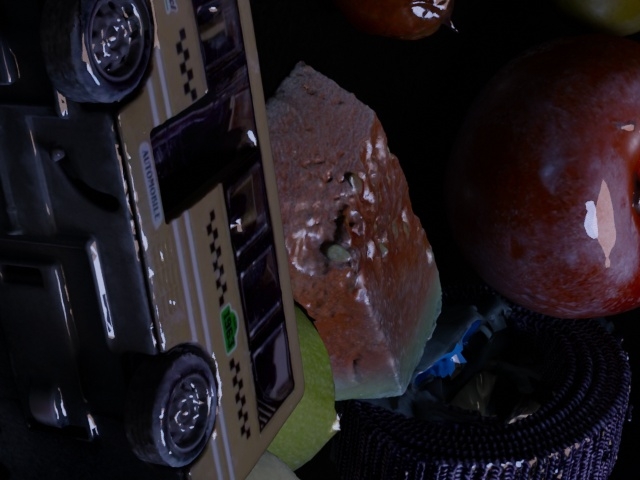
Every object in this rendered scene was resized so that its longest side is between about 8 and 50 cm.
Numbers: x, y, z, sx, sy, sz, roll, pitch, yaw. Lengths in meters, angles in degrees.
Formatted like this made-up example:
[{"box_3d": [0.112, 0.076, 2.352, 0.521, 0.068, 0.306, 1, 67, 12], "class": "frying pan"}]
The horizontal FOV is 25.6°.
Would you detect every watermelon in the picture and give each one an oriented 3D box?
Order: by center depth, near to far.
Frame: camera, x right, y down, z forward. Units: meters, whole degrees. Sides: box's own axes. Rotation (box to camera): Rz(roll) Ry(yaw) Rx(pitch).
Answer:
[{"box_3d": [0.000, 0.000, 1.033, 0.193, 0.139, 0.257, -56, 150, -43], "class": "watermelon"}]

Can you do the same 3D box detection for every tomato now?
[{"box_3d": [0.234, -0.058, 1.328, 0.270, 0.227, 0.270, -13, 108, -44], "class": "tomato"}]

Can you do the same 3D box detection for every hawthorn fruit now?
[{"box_3d": [0.056, -0.176, 0.972, 0.081, 0.093, 0.081, -51, 155, -35], "class": "hawthorn fruit"}]

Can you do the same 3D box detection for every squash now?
[{"box_3d": [-0.098, 0.046, 0.861, 0.137, 0.137, 0.287, -61, 145, -11], "class": "squash"}]

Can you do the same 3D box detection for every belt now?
[{"box_3d": [0.146, 0.152, 1.303, 0.325, 0.260, 0.122, -36, 139, -49], "class": "belt"}]

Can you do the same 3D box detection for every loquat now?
[{"box_3d": [0.275, -0.277, 1.311, 0.152, 0.152, 0.195, -53, 147, -27], "class": "loquat"}]

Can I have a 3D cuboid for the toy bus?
[{"box_3d": [-0.096, -0.027, 0.623, 0.157, 0.139, 0.290, -43, 130, -53], "class": "toy bus"}]

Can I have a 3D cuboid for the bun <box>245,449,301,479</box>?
[{"box_3d": [-0.118, 0.193, 0.863, 0.229, 0.145, 0.229, -34, 165, -10], "class": "bun"}]
